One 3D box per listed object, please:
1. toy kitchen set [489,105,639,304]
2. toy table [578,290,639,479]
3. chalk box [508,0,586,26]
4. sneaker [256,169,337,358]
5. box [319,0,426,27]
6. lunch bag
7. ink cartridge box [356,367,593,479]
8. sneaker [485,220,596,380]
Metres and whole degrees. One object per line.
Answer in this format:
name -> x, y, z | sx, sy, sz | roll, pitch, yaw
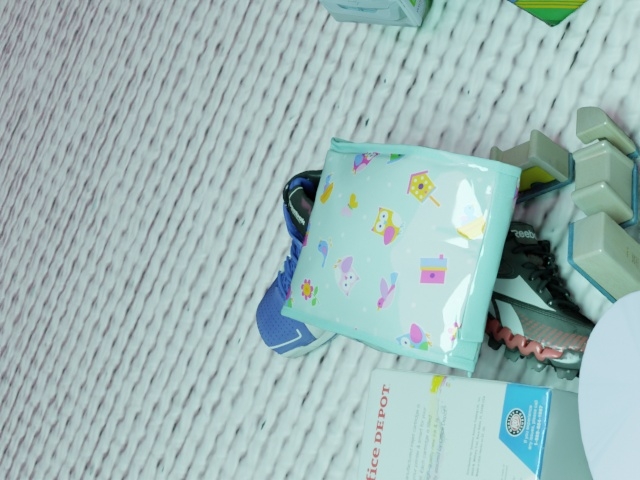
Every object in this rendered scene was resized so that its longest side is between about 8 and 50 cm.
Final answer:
toy kitchen set -> 0.272, -0.017, 1.406 | 0.166, 0.122, 0.207 | -22, 43, 38
toy table -> 0.351, 0.191, 1.182 | 0.252, 0.161, 0.274 | -16, 63, 29
chalk box -> 0.213, -0.395, 1.425 | 0.179, 0.289, 0.180 | -39, 55, 28
sneaker -> 0.001, -0.001, 1.588 | 0.315, 0.182, 0.127 | -44, 50, 25
box -> 0.061, -0.426, 1.573 | 0.127, 0.231, 0.262 | 7, 79, 24
lunch bag -> 0.103, 0.013, 1.370 | 0.262, 0.160, 0.223 | 13, 87, 55
ink cartridge box -> 0.178, 0.235, 1.356 | 0.233, 0.168, 0.171 | 3, 80, 44
sneaker -> 0.222, 0.055, 1.418 | 0.276, 0.097, 0.135 | 34, 104, 45
